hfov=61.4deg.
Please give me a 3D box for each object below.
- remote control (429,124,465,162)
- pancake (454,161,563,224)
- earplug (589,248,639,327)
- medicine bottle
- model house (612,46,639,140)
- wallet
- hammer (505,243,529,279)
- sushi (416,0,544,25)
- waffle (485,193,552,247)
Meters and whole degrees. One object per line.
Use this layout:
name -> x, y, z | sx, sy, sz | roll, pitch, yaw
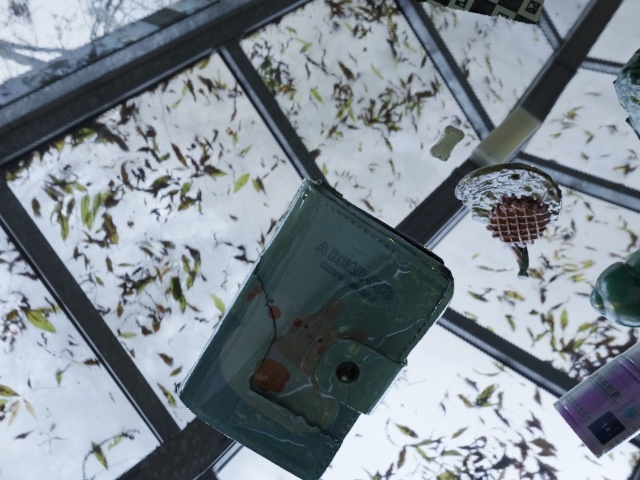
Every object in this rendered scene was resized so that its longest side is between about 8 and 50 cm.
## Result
remote control -> 0.403, -0.308, 1.720 | 0.074, 0.122, 0.032 | 21, -144, -17
pancake -> 0.400, -0.090, 1.138 | 0.236, 0.222, 0.042 | 29, -121, -24
earplug -> 0.688, 0.118, 1.090 | 0.280, 0.258, 0.164 | -10, -136, 9
medicine bottle -> 0.684, 0.363, 1.231 | 0.254, 0.152, 0.152 | -41, -103, 8
model house -> 0.703, -0.216, 0.759 | 0.360, 0.339, 0.297 | 42, -88, -12
wallet -> -0.005, 0.088, 0.517 | 0.176, 0.075, 0.251 | 33, -81, 0
hammer -> 0.488, -0.015, 1.444 | 0.287, 0.033, 0.111 | 43, -132, -31
sushi -> 0.304, -0.540, 1.041 | 0.279, 0.193, 0.043 | 13, -148, 11
waffle -> 0.258, -0.024, 0.705 | 0.075, 0.083, 0.029 | 23, -131, 1
